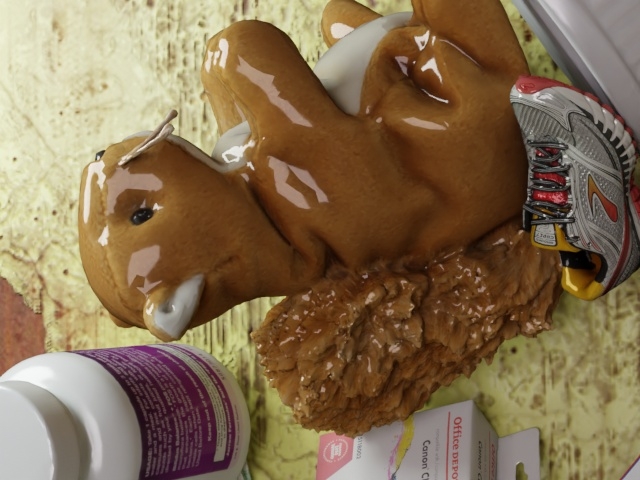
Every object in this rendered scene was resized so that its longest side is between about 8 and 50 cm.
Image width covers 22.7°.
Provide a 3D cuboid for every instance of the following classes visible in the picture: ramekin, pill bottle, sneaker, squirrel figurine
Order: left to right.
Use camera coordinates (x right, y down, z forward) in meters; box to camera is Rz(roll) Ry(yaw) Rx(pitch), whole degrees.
[{"bbox_3d":[-0.202,0.180,1.426,0.169,0.301,0.169,-1,89,26],"label":"pill bottle"},{"bbox_3d":[0.000,0.000,1.347,0.370,0.281,0.397,-34,106,-19],"label":"squirrel figurine"},{"bbox_3d":[0.204,-0.039,1.268,0.093,0.225,0.088,-45,37,-18],"label":"sneaker"},{"bbox_3d":[0.234,-0.211,1.308,0.127,0.273,0.273,-36,76,7],"label":"ramekin"}]

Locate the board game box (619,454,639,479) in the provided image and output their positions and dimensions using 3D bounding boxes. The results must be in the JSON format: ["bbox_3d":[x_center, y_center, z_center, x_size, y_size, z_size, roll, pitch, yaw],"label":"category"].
[{"bbox_3d":[0.318,0.291,1.277,0.242,0.064,0.316,43,121,17],"label":"board game box"}]

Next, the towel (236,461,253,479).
[{"bbox_3d":[-0.149,0.329,1.584,0.248,0.038,0.324,-27,80,22],"label":"towel"}]

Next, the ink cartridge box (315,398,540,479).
[{"bbox_3d":[0.095,0.216,1.434,0.198,0.067,0.115,-16,42,22],"label":"ink cartridge box"}]
